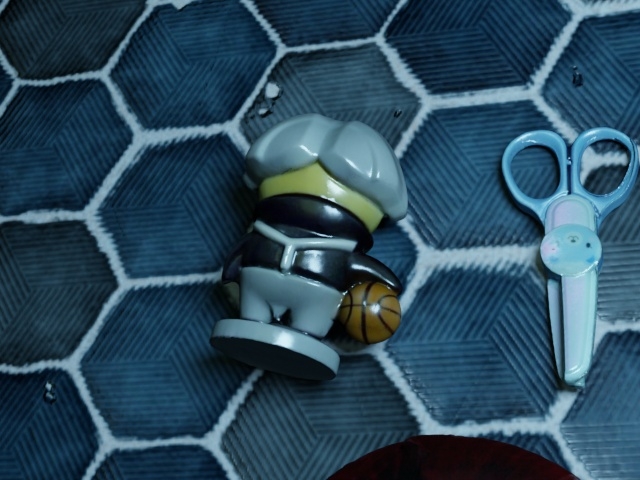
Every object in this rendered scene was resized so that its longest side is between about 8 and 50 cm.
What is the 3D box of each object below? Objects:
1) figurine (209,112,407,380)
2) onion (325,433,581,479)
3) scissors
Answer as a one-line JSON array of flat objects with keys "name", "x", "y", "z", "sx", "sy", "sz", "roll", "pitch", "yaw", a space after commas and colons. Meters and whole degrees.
[{"name": "figurine", "x": 0.000, "y": 0.000, "z": 1.125, "sx": 0.176, "sy": 0.133, "sz": 0.236, "roll": 11, "pitch": 72, "yaw": 11}, {"name": "onion", "x": 0.094, "y": 0.286, "z": 0.907, "sx": 0.314, "sy": 0.232, "sz": 0.314, "roll": -7, "pitch": 64, "yaw": 15}, {"name": "scissors", "x": 0.226, "y": 0.010, "z": 1.109, "sx": 0.125, "sy": 0.030, "sz": 0.256, "roll": -3, "pitch": 62, "yaw": 14}]
